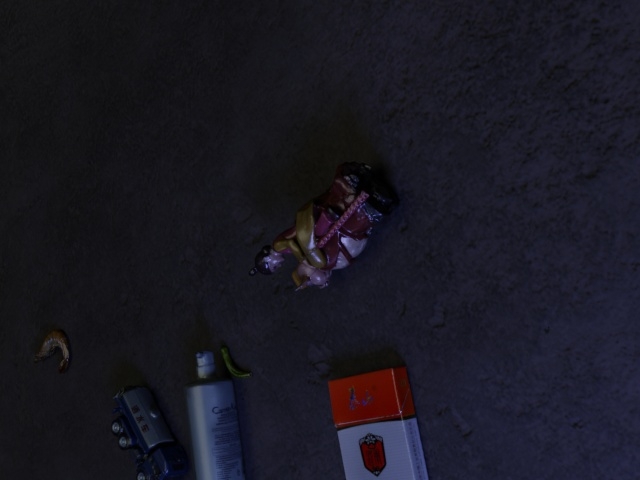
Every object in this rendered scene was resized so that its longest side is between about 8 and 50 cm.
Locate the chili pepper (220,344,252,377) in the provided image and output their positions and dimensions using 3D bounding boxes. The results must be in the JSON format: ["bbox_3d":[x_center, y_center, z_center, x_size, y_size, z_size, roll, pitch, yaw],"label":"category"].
[{"bbox_3d":[-0.143,0.204,1.629,0.083,0.017,0.030,47,121,35],"label":"chili pepper"}]

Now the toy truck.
[{"bbox_3d":[-0.307,0.350,1.770,0.088,0.074,0.202,-49,57,24],"label":"toy truck"}]

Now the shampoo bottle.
[{"bbox_3d":[-0.175,0.311,1.617,0.085,0.085,0.263,-13,82,45],"label":"shampoo bottle"}]

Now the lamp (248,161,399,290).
[{"bbox_3d":[0.000,0.000,1.406,0.253,0.118,0.118,-47,59,28],"label":"lamp"}]

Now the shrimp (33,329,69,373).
[{"bbox_3d":[-0.558,0.241,2.049,0.127,0.025,0.091,-35,68,38],"label":"shrimp"}]

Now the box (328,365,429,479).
[{"bbox_3d":[0.087,0.307,1.385,0.139,0.035,0.245,-19,79,45],"label":"box"}]
